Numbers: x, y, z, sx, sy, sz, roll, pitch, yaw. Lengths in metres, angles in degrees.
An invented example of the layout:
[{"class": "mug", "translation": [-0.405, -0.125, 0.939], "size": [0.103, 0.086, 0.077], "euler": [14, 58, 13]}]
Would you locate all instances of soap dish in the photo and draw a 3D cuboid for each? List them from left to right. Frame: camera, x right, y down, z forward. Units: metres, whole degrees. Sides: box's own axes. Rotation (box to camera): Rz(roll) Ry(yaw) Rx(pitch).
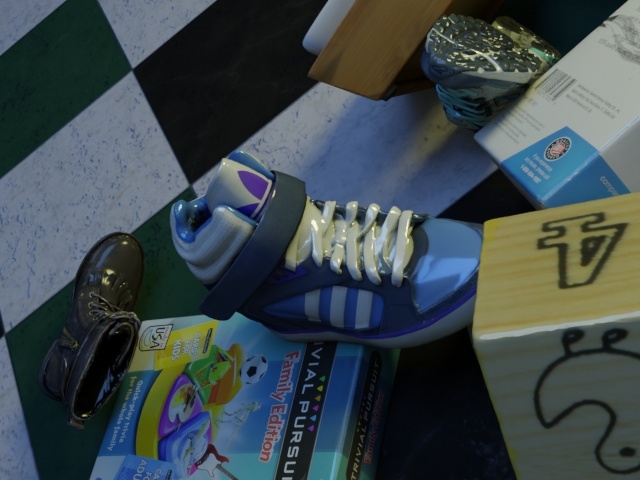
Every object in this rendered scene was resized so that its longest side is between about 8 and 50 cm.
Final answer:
[{"class": "soap dish", "translation": [0.121, -0.276, 1.314], "size": [0.118, 0.291, 0.229], "euler": [42, 114, 10]}]

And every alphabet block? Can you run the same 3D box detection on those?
[{"class": "alphabet block", "translation": [0.251, 0.085, 0.959], "size": [0.197, 0.192, 0.193], "euler": [-12, 27, 18]}]

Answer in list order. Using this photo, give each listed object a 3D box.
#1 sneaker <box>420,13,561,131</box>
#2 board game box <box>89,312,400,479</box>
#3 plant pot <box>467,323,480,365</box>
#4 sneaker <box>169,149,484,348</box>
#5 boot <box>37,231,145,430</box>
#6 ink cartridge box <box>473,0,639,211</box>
[{"class": "sneaker", "translation": [0.181, -0.171, 1.242], "size": [0.110, 0.283, 0.122], "euler": [38, 114, 20]}, {"class": "board game box", "translation": [-0.089, 0.203, 1.255], "size": [0.336, 0.079, 0.254], "euler": [-8, 53, 32]}, {"class": "plant pot", "translation": [0.199, 0.064, 1.136], "size": [0.109, 0.096, 0.109], "euler": [-16, 49, 26]}, {"class": "sneaker", "translation": [0.000, 0.000, 1.105], "size": [0.322, 0.236, 0.130], "euler": [-10, 51, 37]}, {"class": "boot", "translation": [-0.262, 0.106, 1.395], "size": [0.229, 0.091, 0.263], "euler": [-10, 57, 66]}, {"class": "ink cartridge box", "translation": [0.332, -0.134, 1.111], "size": [0.307, 0.129, 0.223], "euler": [-42, 21, 8]}]
